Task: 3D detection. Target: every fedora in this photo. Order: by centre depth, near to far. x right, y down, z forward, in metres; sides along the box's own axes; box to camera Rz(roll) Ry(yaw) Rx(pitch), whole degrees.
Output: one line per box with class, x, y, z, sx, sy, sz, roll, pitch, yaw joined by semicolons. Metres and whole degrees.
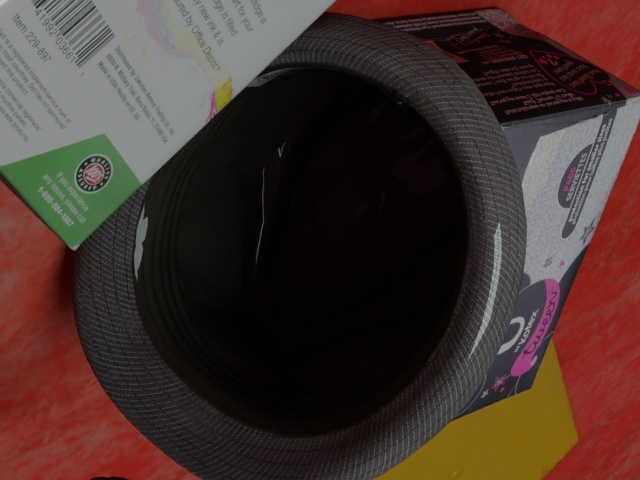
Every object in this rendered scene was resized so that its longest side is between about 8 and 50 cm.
fedora;0.000;0.000;0.779;0.275;0.244;0.124;-62;167;21

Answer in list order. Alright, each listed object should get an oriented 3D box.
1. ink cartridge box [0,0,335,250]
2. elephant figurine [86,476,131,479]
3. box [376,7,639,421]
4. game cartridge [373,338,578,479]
ink cartridge box;-0.094;-0.126;0.641;0.212;0.093;0.154;-44;146;-9
elephant figurine;-0.246;0.185;0.717;0.169;0.186;0.239;-36;-166;45
box;0.087;-0.011;0.920;0.163;0.142;0.247;-14;132;-42
game cartridge;0.106;0.195;1.232;0.285;0.053;0.323;-42;143;-13
